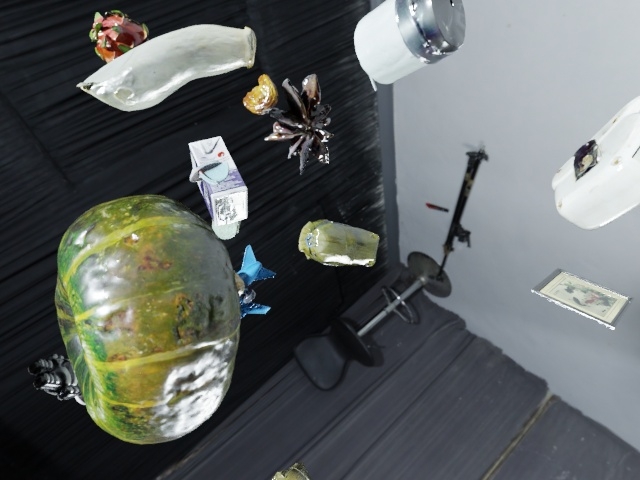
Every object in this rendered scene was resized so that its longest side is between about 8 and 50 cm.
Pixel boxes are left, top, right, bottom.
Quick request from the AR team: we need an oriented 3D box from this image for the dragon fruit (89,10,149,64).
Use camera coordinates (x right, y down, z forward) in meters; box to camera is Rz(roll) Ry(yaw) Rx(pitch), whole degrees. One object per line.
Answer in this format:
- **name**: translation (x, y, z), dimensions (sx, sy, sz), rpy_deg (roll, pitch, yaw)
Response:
- **dragon fruit**: translation (-0.488, -0.486, 1.054), dimensions (0.137, 0.135, 0.236), rpy_deg (39, 175, 29)

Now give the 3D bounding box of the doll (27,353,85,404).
- **doll**: translation (-0.478, 0.272, 0.787), dimensions (0.091, 0.067, 0.219), rpy_deg (48, 170, 21)

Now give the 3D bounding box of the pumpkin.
- **pumpkin**: translation (-0.175, 0.074, 0.451), dimensions (0.260, 0.189, 0.260), rpy_deg (20, 117, 46)

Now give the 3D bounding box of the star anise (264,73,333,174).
- **star anise**: translation (-0.051, -0.335, 1.163), dimensions (0.129, 0.212, 0.283), rpy_deg (38, 168, 40)

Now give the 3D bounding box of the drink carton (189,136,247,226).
- **drink carton**: translation (-0.293, -0.172, 1.158), dimensions (0.222, 0.101, 0.134), rpy_deg (61, 159, 26)

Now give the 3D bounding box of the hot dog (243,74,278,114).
- **hot dog**: translation (-0.158, -0.389, 1.078), dimensions (0.065, 0.099, 0.147), rpy_deg (33, -161, -31)

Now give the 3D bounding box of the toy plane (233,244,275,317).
- **toy plane**: translation (-0.259, 0.149, 1.139), dimensions (0.254, 0.271, 0.105), rpy_deg (51, 158, -22)

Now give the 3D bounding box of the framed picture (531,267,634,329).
- **framed picture**: translation (0.689, 0.143, 1.061), dimensions (0.199, 0.195, 0.010), rpy_deg (29, 125, 40)

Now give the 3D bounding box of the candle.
- **candle**: translation (0.231, -0.591, 1.171), dimensions (0.342, 0.221, 0.221), rpy_deg (-3, 121, 52)

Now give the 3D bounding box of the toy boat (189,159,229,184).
- **toy boat**: translation (-0.235, -0.146, 0.910), dimensions (0.122, 0.096, 0.034), rpy_deg (31, 147, 46)

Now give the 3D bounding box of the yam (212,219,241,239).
- **yam**: translation (-0.342, -0.093, 1.479), dimensions (0.194, 0.107, 0.107), rpy_deg (-103, -7, -57)

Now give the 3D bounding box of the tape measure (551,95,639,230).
- **tape measure**: translation (0.660, -0.169, 0.916), dimensions (0.130, 0.265, 0.258), rpy_deg (36, 133, 2)

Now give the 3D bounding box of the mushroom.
- **mushroom**: translation (-0.294, -0.347, 0.800), dimensions (0.097, 0.351, 0.109), rpy_deg (-116, 4, -71)

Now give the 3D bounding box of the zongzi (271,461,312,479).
- **zongzi**: translation (-0.018, 0.654, 1.058), dimensions (0.189, 0.081, 0.178), rpy_deg (13, 179, 29)

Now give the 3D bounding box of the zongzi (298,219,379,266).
- **zongzi**: translation (0.000, 0.000, 1.218), dimensions (0.274, 0.250, 0.125), rpy_deg (14, 92, 50)
